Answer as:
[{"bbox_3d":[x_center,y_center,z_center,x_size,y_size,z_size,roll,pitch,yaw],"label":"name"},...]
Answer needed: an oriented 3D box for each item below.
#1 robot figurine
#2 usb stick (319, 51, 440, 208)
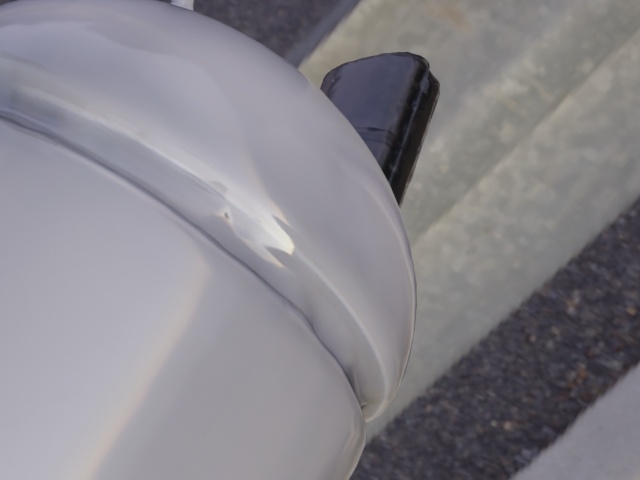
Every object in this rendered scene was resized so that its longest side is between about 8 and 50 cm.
[{"bbox_3d":[-0.098,0.064,0.447,0.199,0.300,0.353,16,62,32],"label":"robot figurine"},{"bbox_3d":[0.000,0.000,0.735,0.077,0.045,0.278,-3,45,27],"label":"usb stick"}]
